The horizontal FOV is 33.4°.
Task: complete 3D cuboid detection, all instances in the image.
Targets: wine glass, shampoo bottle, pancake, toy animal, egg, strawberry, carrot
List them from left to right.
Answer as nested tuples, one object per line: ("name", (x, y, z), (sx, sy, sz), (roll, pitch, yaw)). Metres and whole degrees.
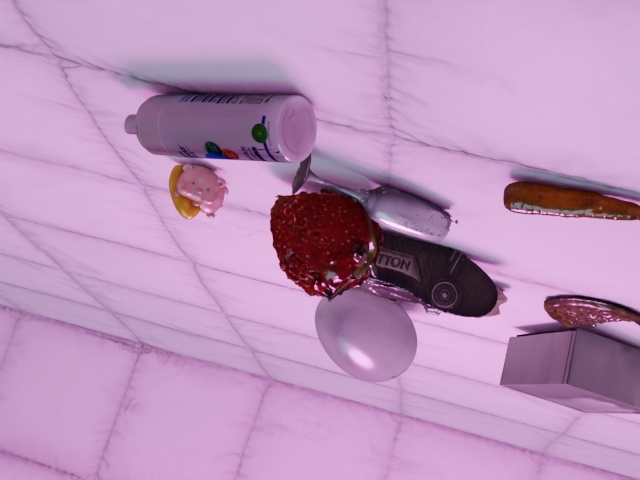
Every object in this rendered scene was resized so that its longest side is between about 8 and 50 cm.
("toy animal", (-0.197, -0.081, 1.793), (0.114, 0.091, 0.082), (29, 146, -33))
("shampoo bottle", (-0.153, -0.157, 1.471), (0.303, 0.092, 0.092), (5, 161, 33))
("strawberry", (0.000, 0.000, 1.703), (0.201, 0.187, 0.184), (35, 141, 15))
("egg", (0.094, 0.194, 2.240), (0.183, 0.182, 0.264), (0, 150, 45))
("wine glass", (0.084, -0.059, 1.610), (0.262, 0.074, 0.074), (20, 164, -19))
("carrot", (0.340, -0.051, 1.431), (0.191, 0.047, 0.047), (6, 162, 18))
("pancake", (0.496, 0.139, 1.947), (0.184, 0.020, 0.190), (16, 165, -1))

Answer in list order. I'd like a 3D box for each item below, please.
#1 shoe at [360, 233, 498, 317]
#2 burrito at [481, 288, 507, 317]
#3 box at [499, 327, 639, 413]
("shoe", (0.162, 0.064, 1.887), (0.293, 0.109, 0.149), (20, 168, 0))
("burrito", (0.234, 0.096, 1.985), (0.226, 0.060, 0.087), (14, 159, 14))
("box", (0.521, 0.262, 2.138), (0.225, 0.117, 0.225), (19, 165, -21))
